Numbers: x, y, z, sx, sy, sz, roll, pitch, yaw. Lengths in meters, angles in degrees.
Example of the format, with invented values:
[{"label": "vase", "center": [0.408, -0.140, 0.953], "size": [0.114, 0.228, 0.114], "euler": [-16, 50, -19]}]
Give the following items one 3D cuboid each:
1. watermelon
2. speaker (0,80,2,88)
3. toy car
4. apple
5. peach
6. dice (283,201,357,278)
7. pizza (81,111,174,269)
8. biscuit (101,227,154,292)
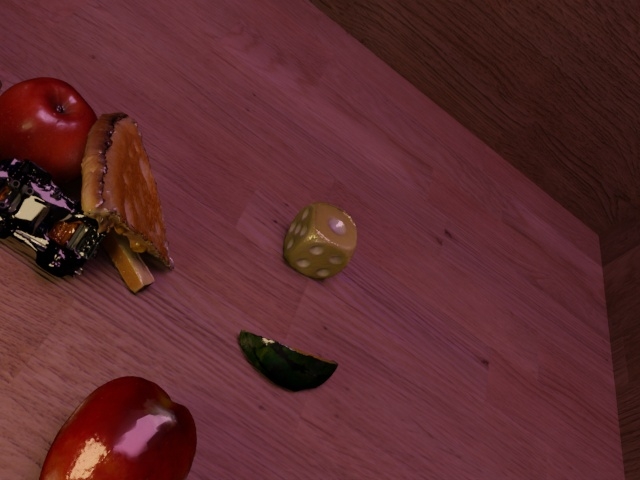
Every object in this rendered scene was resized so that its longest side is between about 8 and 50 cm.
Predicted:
[{"label": "watermelon", "center": [-0.069, 0.314, 1.764], "size": [0.301, 0.123, 0.129], "euler": [23, 23, -28]}, {"label": "speaker", "center": [-0.866, -0.327, 1.506], "size": [0.192, 0.153, 0.231], "euler": [58, 27, -43]}, {"label": "toy car", "center": [-0.633, -0.060, 1.525], "size": [0.301, 0.193, 0.118], "euler": [35, -4, -9]}, {"label": "apple", "center": [-0.667, -0.268, 1.632], "size": [0.260, 0.216, 0.260], "euler": [28, 39, -25]}, {"label": "peach", "center": [-0.400, 0.442, 1.309], "size": [0.281, 0.281, 0.338], "euler": [36, 75, -12]}, {"label": "dice", "center": [0.000, 0.000, 2.026], "size": [0.166, 0.169, 0.169], "euler": [28, 42, -22]}, {"label": "pizza", "center": [-0.471, -0.154, 1.603], "size": [0.080, 0.435, 0.392], "euler": [-15, 71, 1]}, {"label": "biscuit", "center": [-0.480, 0.042, 1.661], "size": [0.188, 0.052, 0.056], "euler": [56, 24, 11]}]
